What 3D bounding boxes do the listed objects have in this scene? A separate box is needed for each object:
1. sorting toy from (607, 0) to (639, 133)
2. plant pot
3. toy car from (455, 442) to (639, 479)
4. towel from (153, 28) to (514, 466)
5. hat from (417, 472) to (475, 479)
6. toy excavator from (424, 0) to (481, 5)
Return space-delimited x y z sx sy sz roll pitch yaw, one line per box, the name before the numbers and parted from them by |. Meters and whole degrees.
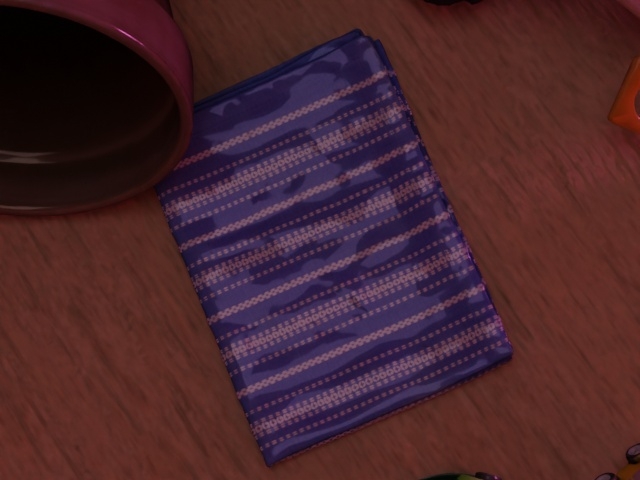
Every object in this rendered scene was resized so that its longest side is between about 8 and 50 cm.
sorting toy | 0.341 -0.251 1.627 0.196 0.047 0.347 32 95 -23
plant pot | -0.263 -0.219 1.650 0.323 0.323 0.280 -3 58 7
toy car | 0.196 0.248 1.509 0.225 0.053 0.239 26 76 -28
towel | 0.000 0.000 1.671 0.243 0.040 0.336 -24 74 2
hat | 0.108 0.278 1.509 0.173 0.183 0.208 -18 74 3
toy excavator | 0.270 -0.444 1.677 0.445 0.222 0.432 -6 68 -5
